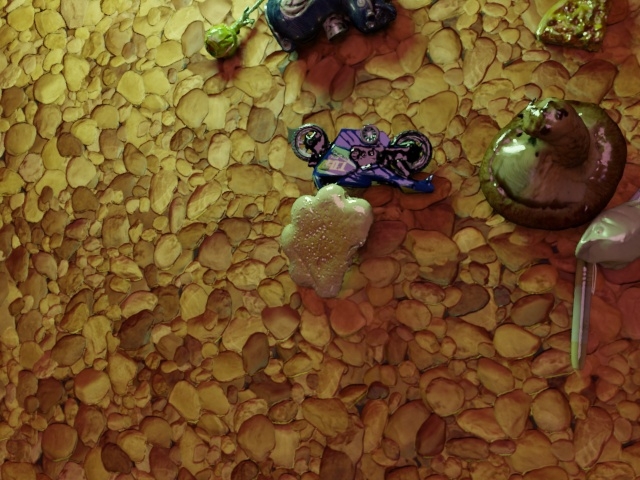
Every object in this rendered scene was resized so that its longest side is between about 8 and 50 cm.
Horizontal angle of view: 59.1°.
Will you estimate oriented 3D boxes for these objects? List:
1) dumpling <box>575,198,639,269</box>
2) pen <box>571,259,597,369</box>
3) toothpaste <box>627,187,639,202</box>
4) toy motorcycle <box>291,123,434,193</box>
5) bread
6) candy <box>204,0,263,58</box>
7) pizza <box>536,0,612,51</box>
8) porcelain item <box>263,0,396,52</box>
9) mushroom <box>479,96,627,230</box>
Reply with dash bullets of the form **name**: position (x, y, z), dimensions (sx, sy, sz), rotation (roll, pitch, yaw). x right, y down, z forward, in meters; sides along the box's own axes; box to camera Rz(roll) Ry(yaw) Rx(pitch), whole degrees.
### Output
- **dumpling**: position (0.562, 0.003, 1.062), dimensions (0.169, 0.134, 0.100), rotation (-43, 45, -13)
- **pen**: position (0.513, 0.135, 1.100), dimensions (0.040, 0.032, 0.233), rotation (6, 85, -8)
- **toothpaste**: position (0.644, -0.102, 1.097), dimensions (0.048, 0.031, 0.190), rotation (36, 95, 13)
- **toy motorcycle**: position (0.089, -0.161, 1.215), dimensions (0.316, 0.113, 0.168), rotation (6, 95, 7)
- **bread**: position (0.000, 0.000, 1.202), dimensions (0.182, 0.039, 0.250), rotation (31, 115, 13)
- **candy**: position (-0.177, -0.543, 1.365), dimensions (0.077, 0.073, 0.262), rotation (44, 88, -2)
- **pizza**: position (0.541, -0.454, 1.161), dimensions (0.175, 0.046, 0.134), rotation (-40, 75, 6)
- **porcelain item**: position (0.021, -0.527, 1.278), dimensions (0.288, 0.138, 0.186), rotation (-24, 94, 6)
- **mushroom**: position (0.443, -0.141, 1.077), dimensions (0.267, 0.254, 0.267), rotation (9, 111, 23)
